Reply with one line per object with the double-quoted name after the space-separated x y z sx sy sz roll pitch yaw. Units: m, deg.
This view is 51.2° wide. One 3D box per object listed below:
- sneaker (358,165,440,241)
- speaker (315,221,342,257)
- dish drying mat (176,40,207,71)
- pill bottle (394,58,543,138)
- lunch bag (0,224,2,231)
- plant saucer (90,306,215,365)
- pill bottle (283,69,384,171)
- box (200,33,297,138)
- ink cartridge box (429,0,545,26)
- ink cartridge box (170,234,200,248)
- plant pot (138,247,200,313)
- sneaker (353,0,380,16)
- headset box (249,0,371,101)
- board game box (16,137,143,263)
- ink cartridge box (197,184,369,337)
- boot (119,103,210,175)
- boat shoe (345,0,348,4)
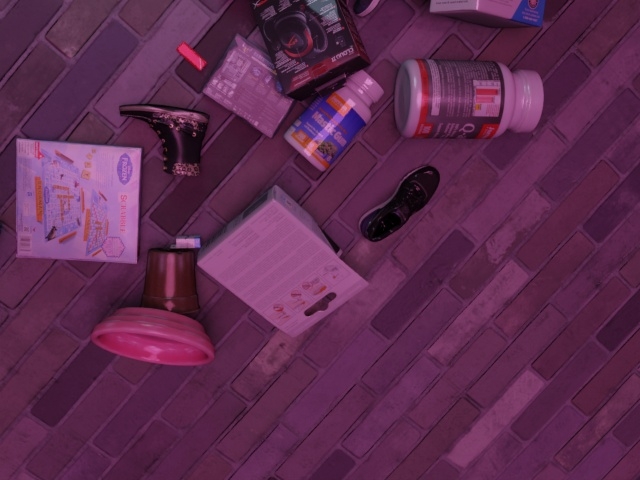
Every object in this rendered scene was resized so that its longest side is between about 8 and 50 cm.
0.240 -0.093 1.894 0.283 0.124 0.107 -43 105 3 "sneaker"
0.000 0.000 1.918 0.055 0.055 0.136 -42 104 3 "speaker"
-0.344 -0.492 1.785 0.083 0.008 0.032 41 95 -14 "dish drying mat"
0.396 -0.380 1.808 0.362 0.210 0.210 0 103 -7 "pill bottle"
-0.935 -0.091 1.671 0.114 0.243 0.304 -29 104 0 "lunch bag"
-0.446 0.259 1.811 0.331 0.332 0.084 12 65 -10 "plant saucer"
0.041 -0.331 1.800 0.152 0.152 0.272 40 95 -14 "pill bottle"
-0.177 -0.412 1.799 0.232 0.059 0.183 32 96 -13 "box"
0.450 -0.763 1.698 0.285 0.166 0.395 -4 105 -39 "ink cartridge box"
-0.377 0.003 1.869 0.083 0.048 0.028 -2 102 -8 "ink cartridge box"
-0.414 0.106 1.839 0.166 0.167 0.165 1 94 -8 "plant pot"
0.099 -0.678 1.703 0.163 0.226 0.086 18 63 -20 "sneaker"
-0.021 -0.509 1.692 0.218 0.110 0.293 -24 83 19 "headset box"
-0.645 -0.105 1.799 0.317 0.066 0.319 4 102 -9 "board game box"
-0.101 0.070 1.865 0.308 0.091 0.385 -38 117 23 "ink cartridge box"
-0.422 -0.269 1.785 0.236 0.085 0.179 6 104 -10 "boot"
0.029 -0.613 1.775 0.083 0.079 0.233 6 103 -11 "boat shoe"
